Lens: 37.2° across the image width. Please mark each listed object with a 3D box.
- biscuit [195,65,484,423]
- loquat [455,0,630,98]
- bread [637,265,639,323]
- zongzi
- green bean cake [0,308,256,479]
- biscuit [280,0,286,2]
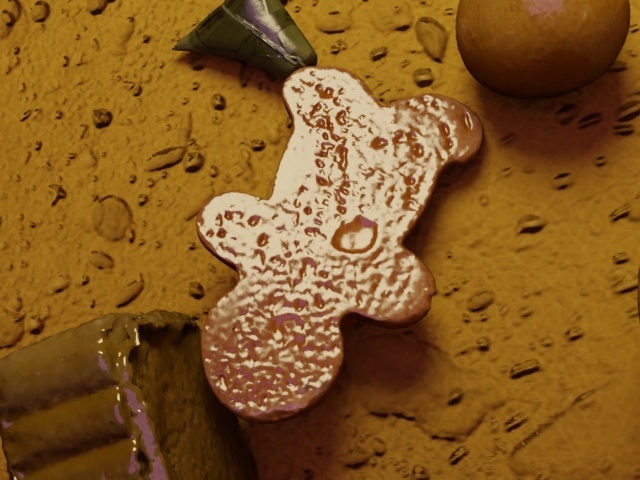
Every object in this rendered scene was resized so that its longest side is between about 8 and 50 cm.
[{"bbox_3d":[0.001,0.001,0.793,0.206,0.049,0.323,18,68,7],"label":"biscuit"},{"bbox_3d":[0.177,-0.181,0.774,0.141,0.141,0.141,-2,79,12],"label":"loquat"},{"bbox_3d":[0.407,-0.032,0.596,0.245,0.329,0.424,35,89,-7],"label":"bread"},{"bbox_3d":[-0.071,-0.171,0.875,0.113,0.052,0.104,-36,80,18],"label":"zongzi"},{"bbox_3d":[-0.140,0.177,0.733,0.131,0.224,0.229,-17,80,9],"label":"green bean cake"},{"bbox_3d":[-0.064,-0.257,0.903,0.082,0.016,0.092,-41,72,2],"label":"biscuit"}]
